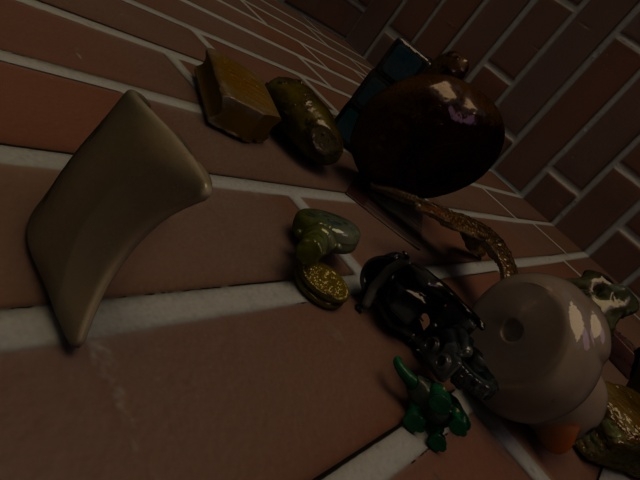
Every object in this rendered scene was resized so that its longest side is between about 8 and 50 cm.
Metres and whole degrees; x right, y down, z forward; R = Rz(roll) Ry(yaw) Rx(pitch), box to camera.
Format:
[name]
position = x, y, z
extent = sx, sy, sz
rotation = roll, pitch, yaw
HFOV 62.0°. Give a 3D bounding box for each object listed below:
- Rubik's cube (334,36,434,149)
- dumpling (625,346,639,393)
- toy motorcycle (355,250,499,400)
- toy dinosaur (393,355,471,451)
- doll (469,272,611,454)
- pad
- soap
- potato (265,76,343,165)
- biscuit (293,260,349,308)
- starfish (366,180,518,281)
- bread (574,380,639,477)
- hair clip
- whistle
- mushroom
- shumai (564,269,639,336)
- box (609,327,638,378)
[Rubik's cube]
position = 0.243, -0.349, 1.468
extent = 0.301, 0.305, 0.303
rotation = 37, 25, -3
[dumpling]
position = 0.650, 0.336, 0.998
extent = 0.205, 0.163, 0.292
rotation = -35, 102, -37
[toy motorcycle]
position = 0.138, 0.101, 0.732
extent = 0.159, 0.106, 0.270
rotation = 31, 17, -25
[toy dinosaur]
position = 0.133, 0.192, 0.639
extent = 0.132, 0.059, 0.096
rotation = 48, 15, 0
[doll]
position = 0.330, 0.177, 0.781
extent = 0.221, 0.221, 0.250
rotation = 25, 53, -28
[pad]
position = 0.161, -0.090, 1.248
extent = 0.202, 0.005, 0.299
rotation = 37, 23, -2
[soap]
position = -0.161, -0.276, 1.036
extent = 0.140, 0.073, 0.232
rotation = 20, 29, -33
[potato]
position = -0.031, -0.254, 1.125
extent = 0.251, 0.113, 0.149
rotation = 47, 2, 29
[biscuit]
position = 0.002, 0.057, 0.721
extent = 0.084, 0.023, 0.084
rotation = 32, 24, -16
[starfish]
position = 0.287, 0.002, 1.125
extent = 0.384, 0.132, 0.398
rotation = 28, 22, -17
[bread]
position = 0.494, 0.308, 0.885
extent = 0.196, 0.102, 0.138
rotation = 25, 24, -26
[hair clip]
position = -0.187, -0.057, 0.500
extent = 0.113, 0.172, 0.282
rotation = 39, 12, -20
[whistle]
position = 0.000, 0.000, 0.762
extent = 0.104, 0.057, 0.198
rotation = 20, 17, 4
[mushroom]
position = 0.236, -0.222, 1.195
extent = 0.345, 0.345, 0.239
rotation = 34, 34, -11
[shumai]
position = 0.483, 0.142, 1.053
extent = 0.272, 0.203, 0.222
rotation = -1, 44, -51
[box]
position = 0.798, 0.293, 1.411
extent = 0.111, 0.060, 0.156
rotation = 16, 33, -45
